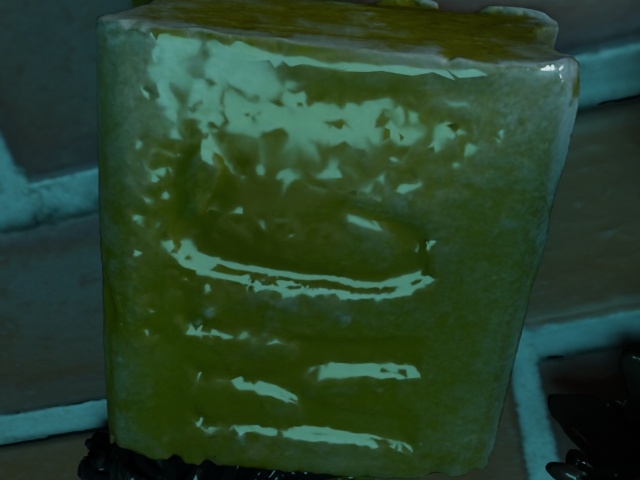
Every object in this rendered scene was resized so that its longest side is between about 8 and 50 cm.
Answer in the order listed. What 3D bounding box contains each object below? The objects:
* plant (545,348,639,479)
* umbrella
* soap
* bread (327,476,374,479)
[{"bbox_3d":[0.332,0.205,0.661,0.321,0.181,0.194,34,123,-11],"label":"plant"},{"bbox_3d":[-0.095,0.202,0.719,0.273,0.122,0.110,-15,76,31],"label":"umbrella"},{"bbox_3d":[0.000,0.000,0.593,0.294,0.156,0.334,8,119,1],"label":"soap"},{"bbox_3d":[0.014,0.234,0.795,0.049,0.033,0.088,37,117,-22],"label":"bread"}]
